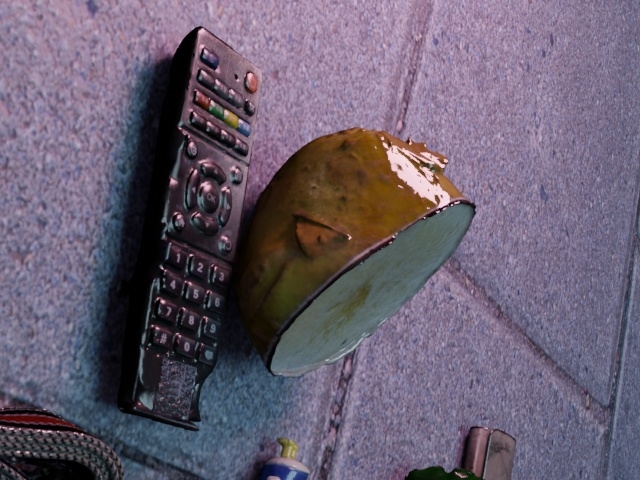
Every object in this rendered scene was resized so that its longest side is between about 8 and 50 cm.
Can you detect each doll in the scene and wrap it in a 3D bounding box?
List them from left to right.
[{"bbox_3d":[-0.049,0.298,1.303,0.099,0.058,0.142,60,40,-68],"label":"doll"}]

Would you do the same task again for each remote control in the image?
[{"bbox_3d":[-0.134,-0.012,1.169,0.145,0.062,0.398,31,62,-54],"label":"remote control"}]

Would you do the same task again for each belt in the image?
[{"bbox_3d":[-0.296,0.152,0.889,0.359,0.094,0.126,39,62,-48],"label":"belt"}]

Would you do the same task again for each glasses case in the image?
[{"bbox_3d":[0.241,0.439,1.740,0.114,0.060,0.299,36,60,-51],"label":"glasses case"}]

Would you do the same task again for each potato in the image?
[{"bbox_3d":[0.000,0.000,1.277,0.300,0.196,0.246,-34,156,-28],"label":"potato"}]

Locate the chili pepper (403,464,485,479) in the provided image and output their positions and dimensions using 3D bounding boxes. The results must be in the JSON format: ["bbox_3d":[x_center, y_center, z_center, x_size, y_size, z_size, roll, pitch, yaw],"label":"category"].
[{"bbox_3d":[0.176,0.443,1.554,0.165,0.174,0.260,-70,149,-78],"label":"chili pepper"}]
